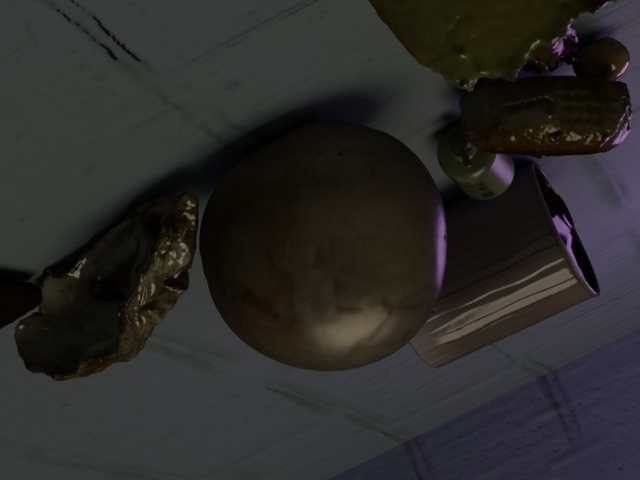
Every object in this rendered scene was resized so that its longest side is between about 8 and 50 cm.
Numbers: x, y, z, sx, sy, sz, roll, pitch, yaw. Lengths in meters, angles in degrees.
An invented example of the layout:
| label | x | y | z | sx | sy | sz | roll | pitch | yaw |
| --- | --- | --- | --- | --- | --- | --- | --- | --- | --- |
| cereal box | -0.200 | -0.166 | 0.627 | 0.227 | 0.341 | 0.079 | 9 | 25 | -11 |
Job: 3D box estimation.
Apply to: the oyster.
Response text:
| label | x | y | z | sx | sy | sz | roll | pitch | yaw |
| --- | --- | --- | --- | --- | --- | --- | --- | --- | --- |
| oyster | -0.235 | 0.057 | 1.928 | 0.110 | 0.166 | 0.341 | 13 | 123 | -47 |

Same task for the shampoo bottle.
| label | x | y | z | sx | sy | sz | roll | pitch | yaw |
| --- | --- | --- | --- | --- | --- | --- | --- | --- | --- |
| shampoo bottle | 0.191 | -0.106 | 2.059 | 0.079 | 0.079 | 0.162 | -28 | 160 | 11 |

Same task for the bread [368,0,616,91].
| label | x | y | z | sx | sy | sz | roll | pitch | yaw |
| --- | --- | --- | --- | --- | --- | --- | --- | --- | --- |
| bread | 0.044 | -0.288 | 0.973 | 0.233 | 0.361 | 0.245 | -34 | 161 | 30 |

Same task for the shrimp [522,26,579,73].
| label | x | y | z | sx | sy | sz | roll | pitch | yaw |
| --- | --- | --- | --- | --- | --- | --- | --- | --- | --- |
| shrimp | 0.203 | -0.220 | 1.811 | 0.154 | 0.062 | 0.294 | -20 | 162 | 30 |

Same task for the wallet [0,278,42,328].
| label | x | y | z | sx | sy | sz | roll | pitch | yaw |
| --- | --- | --- | --- | --- | --- | --- | --- | --- | --- |
| wallet | -0.447 | 0.086 | 1.877 | 0.182 | 0.049 | 0.229 | -32 | 161 | 22 |

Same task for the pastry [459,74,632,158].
| label | x | y | z | sx | sy | sz | roll | pitch | yaw |
| --- | --- | --- | --- | --- | --- | --- | --- | --- | --- |
| pastry | 0.263 | -0.143 | 1.931 | 0.193 | 0.093 | 0.182 | -2 | -179 | -24 |

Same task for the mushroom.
| label | x | y | z | sx | sy | sz | roll | pitch | yaw |
| --- | --- | --- | --- | --- | --- | --- | --- | --- | --- |
| mushroom | 0.000 | 0.000 | 1.912 | 0.293 | 0.292 | 0.290 | -24 | -170 | 0 |

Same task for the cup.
| label | x | y | z | sx | sy | sz | roll | pitch | yaw |
| --- | --- | --- | --- | --- | --- | --- | --- | --- | --- |
| cup | 0.232 | 0.017 | 2.315 | 0.273 | 0.288 | 0.208 | -27 | 125 | 14 |

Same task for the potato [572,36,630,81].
| label | x | y | z | sx | sy | sz | roll | pitch | yaw |
| --- | --- | --- | --- | --- | --- | --- | --- | --- | --- |
| potato | 0.340 | -0.212 | 1.975 | 0.068 | 0.062 | 0.083 | 6 | 150 | 14 |
